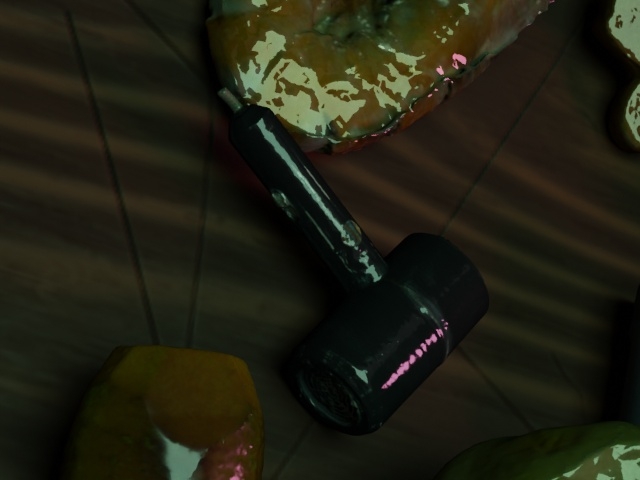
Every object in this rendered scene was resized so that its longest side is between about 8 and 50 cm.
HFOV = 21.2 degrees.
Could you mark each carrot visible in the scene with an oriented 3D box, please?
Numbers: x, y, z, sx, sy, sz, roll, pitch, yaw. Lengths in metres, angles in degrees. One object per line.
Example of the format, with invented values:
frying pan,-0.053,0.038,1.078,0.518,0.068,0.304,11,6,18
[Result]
carrot,-0.096,0.206,0.916,0.114,0.114,0.301,15,74,-26

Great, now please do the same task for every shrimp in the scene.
shrimp,0.056,-0.170,1.124,0.317,0.062,0.164,-32,94,-27

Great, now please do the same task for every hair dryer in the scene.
hair dryer,0.000,0.000,1.036,0.124,0.071,0.219,-42,103,-31

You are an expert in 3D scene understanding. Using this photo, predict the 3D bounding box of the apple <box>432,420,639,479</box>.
apple,0.163,0.244,0.971,0.279,0.279,0.279,8,74,-28

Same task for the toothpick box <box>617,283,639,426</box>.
toothpick box,0.248,0.109,1.137,0.101,0.101,0.153,22,68,-23

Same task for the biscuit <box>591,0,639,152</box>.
biscuit,0.299,-0.100,1.231,0.184,0.035,0.248,-34,98,-8
